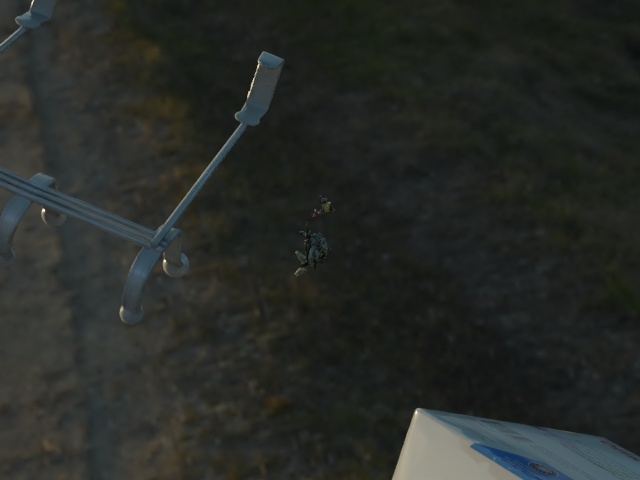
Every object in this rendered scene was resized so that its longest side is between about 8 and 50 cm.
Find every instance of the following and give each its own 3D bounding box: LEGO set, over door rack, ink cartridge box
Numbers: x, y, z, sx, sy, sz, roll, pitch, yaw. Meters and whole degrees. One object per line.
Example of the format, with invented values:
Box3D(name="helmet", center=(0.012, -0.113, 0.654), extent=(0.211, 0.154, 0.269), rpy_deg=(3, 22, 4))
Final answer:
Box3D(name="LEGO set", center=(-0.001, -0.002, 1.619), extent=(0.023, 0.083, 0.054), rpy_deg=(11, -5, 28))
Box3D(name="over door rack", center=(-0.194, -0.078, 1.383), extent=(0.239, 0.108, 0.324), rpy_deg=(23, 41, 3))
Box3D(name="ink cartridge box", center=(0.188, 0.256, 1.383), extent=(0.233, 0.168, 0.171), rpy_deg=(12, 8, -35))
